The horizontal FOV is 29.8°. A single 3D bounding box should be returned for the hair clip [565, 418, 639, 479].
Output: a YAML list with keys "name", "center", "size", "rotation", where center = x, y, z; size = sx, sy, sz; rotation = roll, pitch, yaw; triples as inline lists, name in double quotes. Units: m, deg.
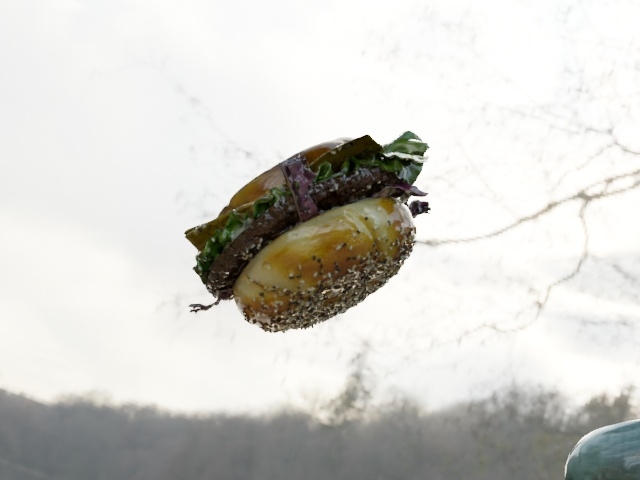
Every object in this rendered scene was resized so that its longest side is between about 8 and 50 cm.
- name: "hair clip"
  center: [0.158, 0.189, 0.251]
  size: [0.392, 0.318, 0.238]
  rotation: [-13, -59, 32]

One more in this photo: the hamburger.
- name: "hamburger"
  center: [0.002, -0.002, 0.831]
  size: [0.093, 0.189, 0.164]
  rotation: [58, 21, 16]
